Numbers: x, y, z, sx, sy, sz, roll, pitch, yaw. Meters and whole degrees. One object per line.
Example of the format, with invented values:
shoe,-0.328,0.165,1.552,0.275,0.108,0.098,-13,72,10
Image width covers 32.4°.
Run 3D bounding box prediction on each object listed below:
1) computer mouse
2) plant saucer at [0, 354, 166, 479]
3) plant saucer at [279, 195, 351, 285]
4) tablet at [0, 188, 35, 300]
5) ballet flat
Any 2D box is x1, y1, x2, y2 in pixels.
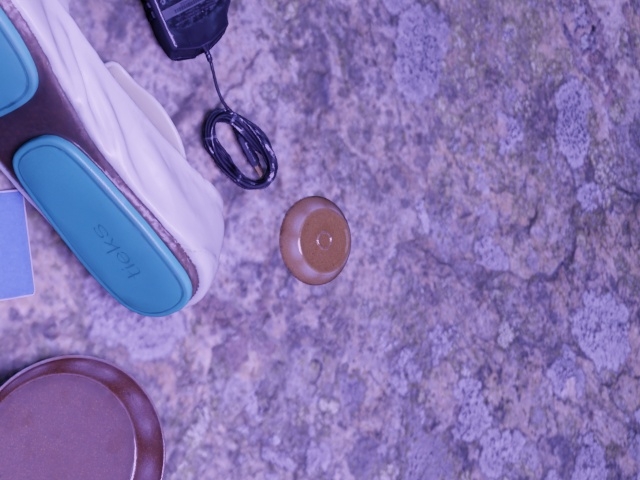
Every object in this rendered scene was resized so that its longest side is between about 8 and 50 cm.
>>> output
computer mouse,-0.098,-0.150,0.938,0.071,0.041,0.242,-31,114,-25
plant saucer,-0.199,0.172,0.852,0.168,0.029,0.169,0,90,-38
plant saucer,0.000,0.000,1.019,0.083,0.015,0.083,1,88,-37
tablet,-0.245,0.005,0.833,0.054,0.006,0.083,-9,95,-38
ballet flat,-0.202,-0.115,0.810,0.139,0.139,0.400,-52,122,-27
